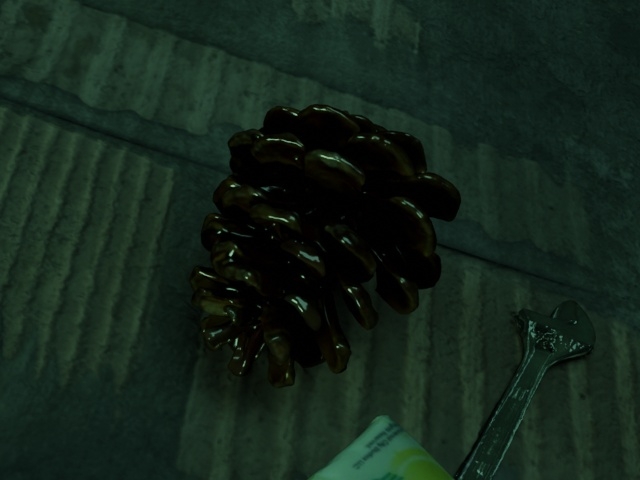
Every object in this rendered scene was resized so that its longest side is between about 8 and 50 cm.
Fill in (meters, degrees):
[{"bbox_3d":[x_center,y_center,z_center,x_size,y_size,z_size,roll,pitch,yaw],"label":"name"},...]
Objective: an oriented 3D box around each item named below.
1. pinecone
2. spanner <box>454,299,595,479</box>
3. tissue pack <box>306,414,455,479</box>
[{"bbox_3d":[0.000,0.000,1.244,0.244,0.244,0.309,27,61,-3],"label":"pinecone"},{"bbox_3d":[0.207,0.157,1.357,0.093,0.026,0.325,35,44,4],"label":"spanner"},{"bbox_3d":[0.079,0.359,0.991,0.388,0.162,0.287,43,47,15],"label":"tissue pack"}]
